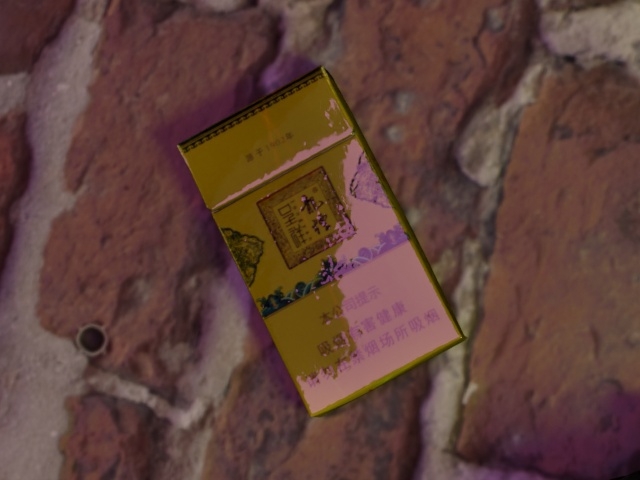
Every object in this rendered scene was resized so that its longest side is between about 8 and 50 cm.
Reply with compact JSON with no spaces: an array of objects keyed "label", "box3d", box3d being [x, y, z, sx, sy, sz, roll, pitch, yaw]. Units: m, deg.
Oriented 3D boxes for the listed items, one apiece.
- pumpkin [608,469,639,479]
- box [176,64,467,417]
[{"label":"pumpkin","box3d":[0.278,0.299,1.377,0.250,0.216,0.250,3,95,46]},{"label":"box","box3d":[0.000,0.001,1.567,0.153,0.041,0.279,-29,78,10]}]
